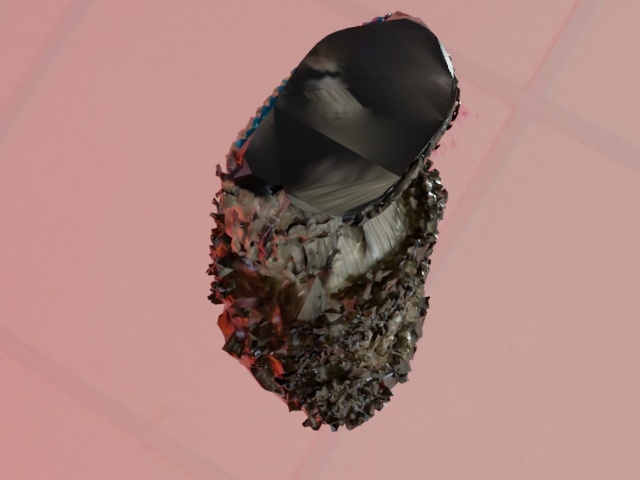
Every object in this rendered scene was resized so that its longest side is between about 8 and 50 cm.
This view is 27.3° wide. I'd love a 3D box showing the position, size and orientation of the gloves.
[{"bbox_3d":[0.007,-0.001,0.817,0.135,0.312,0.210,8,-129,6],"label":"gloves"}]
